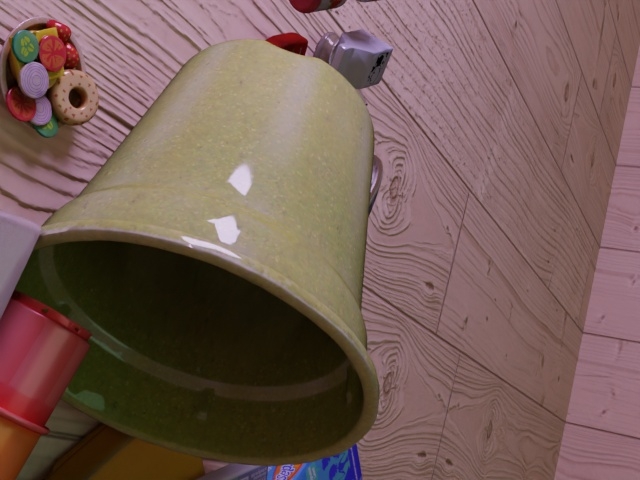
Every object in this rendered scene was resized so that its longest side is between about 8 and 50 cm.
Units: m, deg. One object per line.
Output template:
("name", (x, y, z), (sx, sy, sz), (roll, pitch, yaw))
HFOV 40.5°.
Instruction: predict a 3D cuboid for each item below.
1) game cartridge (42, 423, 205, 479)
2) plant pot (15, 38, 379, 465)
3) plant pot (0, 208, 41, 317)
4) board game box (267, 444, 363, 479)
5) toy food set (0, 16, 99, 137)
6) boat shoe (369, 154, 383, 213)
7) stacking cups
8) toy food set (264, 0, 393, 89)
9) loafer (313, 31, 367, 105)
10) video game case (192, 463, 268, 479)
("game cartridge", (-0.196, 0.317, 0.708), (0.324, 0.053, 0.285), (-42, 133, -53))
("plant pot", (-0.068, -0.008, 0.663), (0.276, 0.276, 0.254), (66, 31, -44))
("plant pot", (-0.244, 0.017, 0.486), (0.096, 0.109, 0.109), (39, 63, -44))
("board game box", (-0.021, 0.312, 1.015), (0.210, 0.047, 0.160), (-47, 136, -45))
("toy food set", (-0.195, -0.116, 0.618), (0.082, 0.020, 0.083), (-37, 129, -52))
("boat shoe", (0.001, 0.001, 0.947), (0.223, 0.080, 0.073), (-59, 154, -23))
("stacking cups", (-0.243, 0.173, 0.489), (0.316, 0.096, 0.096), (-64, 147, -15))
("toy food set", (-0.016, -0.163, 0.822), (0.104, 0.111, 0.232), (-28, 148, -50))
("loafer", (0.026, -0.160, 0.972), (0.056, 0.050, 0.148), (-47, 138, -49))
("video game case", (-0.113, 0.306, 0.784), (0.201, 0.023, 0.183), (-2, 98, -63))
